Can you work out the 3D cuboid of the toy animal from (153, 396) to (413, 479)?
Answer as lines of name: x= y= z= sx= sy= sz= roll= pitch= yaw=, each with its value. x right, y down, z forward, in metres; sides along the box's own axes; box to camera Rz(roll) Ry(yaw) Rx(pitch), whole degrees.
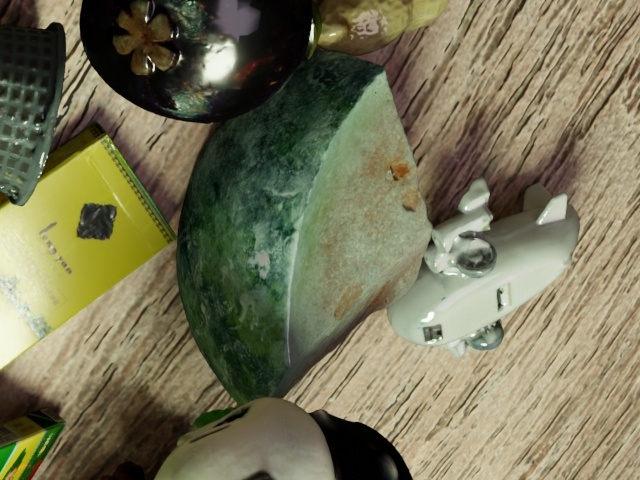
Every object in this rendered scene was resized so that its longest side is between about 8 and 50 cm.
toy animal: x=-0.047 y=0.249 z=1.369 sx=0.266 sy=0.212 sz=0.213 roll=22 pitch=101 yaw=-43

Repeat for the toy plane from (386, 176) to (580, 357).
toy plane: x=0.192 y=0.031 z=1.677 sx=0.266 sy=0.122 sz=0.267 roll=-24 pitch=140 yaw=-22

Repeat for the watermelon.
watermelon: x=0.000 y=0.000 z=1.504 sx=0.258 sy=0.228 sz=0.387 roll=11 pitch=99 yaw=-36

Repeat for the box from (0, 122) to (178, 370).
box: x=-0.294 y=0.022 z=1.445 sx=0.279 sy=0.041 sz=0.153 roll=-37 pitch=125 yaw=-10

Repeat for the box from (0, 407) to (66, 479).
box: x=-0.336 y=0.242 z=1.435 sx=0.034 sy=0.235 sz=0.132 roll=33 pitch=96 yaw=7

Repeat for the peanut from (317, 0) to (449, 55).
peanut: x=0.062 y=-0.241 z=1.483 sx=0.187 sy=0.082 sz=0.082 roll=-36 pitch=129 yaw=-41

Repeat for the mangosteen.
mangosteen: x=-0.100 y=-0.225 z=1.346 sx=0.243 sy=0.243 sz=0.243 roll=-12 pitch=118 yaw=-24

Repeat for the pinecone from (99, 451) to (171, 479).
pinecone: x=-0.177 y=0.436 z=1.513 sx=0.397 sy=0.398 sz=0.398 roll=-12 pitch=118 yaw=-24

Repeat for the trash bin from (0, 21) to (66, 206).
trash bin: x=-0.326 y=-0.130 z=1.288 sx=0.161 sy=0.175 sz=0.175 roll=12 pitch=106 yaw=-23
